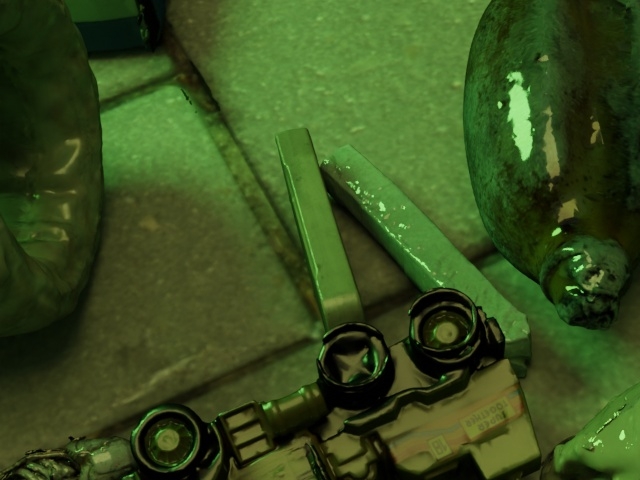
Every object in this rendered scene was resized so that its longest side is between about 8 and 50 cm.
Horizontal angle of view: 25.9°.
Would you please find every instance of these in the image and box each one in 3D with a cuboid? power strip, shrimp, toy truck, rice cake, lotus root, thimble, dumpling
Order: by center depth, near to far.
[{"bbox_3d":[0.257,0.141,0.827,0.247,0.142,0.172,2,10,45],"label":"dumpling"},{"bbox_3d":[0.008,0.141,0.890,0.257,0.127,0.127,-20,63,-3],"label":"toy truck"},{"bbox_3d":[-0.197,0.176,0.939,0.165,0.065,0.057,-24,73,-8],"label":"shrimp"},{"bbox_3d":[0.181,-0.060,1.014,0.158,0.140,0.322,12,56,-9],"label":"lotus root"},{"bbox_3d":[-0.288,-0.072,1.026,0.195,0.291,0.291,-4,49,10],"label":"thimble"},{"bbox_3d":[0.077,0.010,1.032,0.042,0.045,0.245,-29,50,-13],"label":"rice cake"},{"bbox_3d":[0.000,0.000,1.035,0.029,0.080,0.227,-14,49,-3],"label":"power strip"}]

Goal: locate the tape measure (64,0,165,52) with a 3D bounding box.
[{"bbox_3d":[-0.307,-0.257,1.311,0.351,0.098,0.215,0,52,9],"label":"tape measure"}]
